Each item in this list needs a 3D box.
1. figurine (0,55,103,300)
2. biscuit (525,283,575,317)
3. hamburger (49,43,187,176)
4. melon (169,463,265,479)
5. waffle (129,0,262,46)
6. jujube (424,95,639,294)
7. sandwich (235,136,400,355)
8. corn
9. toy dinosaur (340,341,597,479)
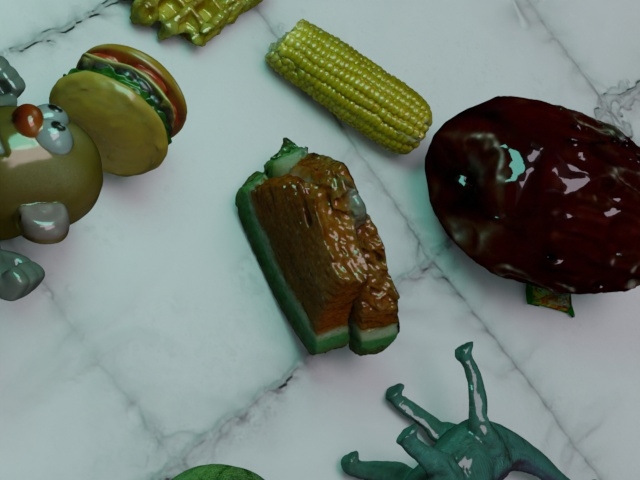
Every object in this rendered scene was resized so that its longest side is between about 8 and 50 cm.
[{"bbox_3d":[-0.375,-0.081,1.386,0.285,0.167,0.342,9,64,-25],"label":"figurine"},{"bbox_3d":[0.329,0.080,1.848,0.089,0.016,0.046,14,62,-26],"label":"biscuit"},{"bbox_3d":[-0.237,-0.154,1.517,0.162,0.162,0.115,36,53,-13],"label":"hamburger"},{"bbox_3d":[-0.128,0.367,1.325,0.182,0.182,0.287,33,57,-15],"label":"melon"},{"bbox_3d":[-0.175,-0.340,1.703,0.160,0.055,0.211,46,52,-4],"label":"waffle"},{"bbox_3d":[0.324,-0.057,1.778,0.377,0.258,0.258,16,61,-20],"label":"jujube"},{"bbox_3d":[0.000,0.011,1.570,0.109,0.212,0.292,-21,94,-22],"label":"sandwich"},{"bbox_3d":[0.043,-0.208,1.757,0.244,0.093,0.093,32,55,-15],"label":"corn"},{"bbox_3d":[0.193,0.333,1.606,0.331,0.129,0.383,52,53,-12],"label":"toy dinosaur"}]
